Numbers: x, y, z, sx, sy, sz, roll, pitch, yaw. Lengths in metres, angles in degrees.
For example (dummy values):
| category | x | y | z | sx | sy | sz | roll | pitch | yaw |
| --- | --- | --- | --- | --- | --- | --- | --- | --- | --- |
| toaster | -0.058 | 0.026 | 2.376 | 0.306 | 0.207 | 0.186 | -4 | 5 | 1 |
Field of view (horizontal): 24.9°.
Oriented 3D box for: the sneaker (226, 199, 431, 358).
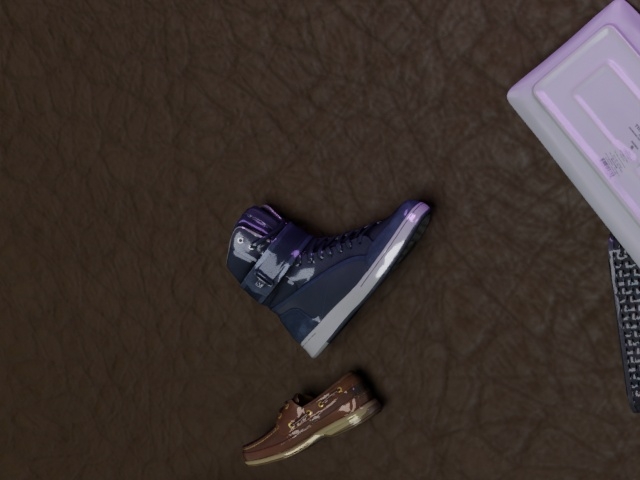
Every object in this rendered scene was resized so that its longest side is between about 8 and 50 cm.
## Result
| category | x | y | z | sx | sy | sz | roll | pitch | yaw |
| --- | --- | --- | --- | --- | --- | --- | --- | --- | --- |
| sneaker | -0.001 | 0.001 | 1.515 | 0.163 | 0.086 | 0.226 | 44 | 122 | 5 |

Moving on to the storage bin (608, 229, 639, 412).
| category | x | y | z | sx | sy | sz | roll | pitch | yaw |
| --- | --- | --- | --- | --- | --- | --- | --- | --- | --- |
| storage bin | 0.331 | 0.061 | 1.345 | 0.084 | 0.122 | 0.180 | -4 | 105 | 28 |

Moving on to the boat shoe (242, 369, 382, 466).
| category | x | y | z | sx | sy | sz | roll | pitch | yaw |
| --- | --- | --- | --- | --- | --- | --- | --- | --- | --- |
| boat shoe | -0.016 | 0.198 | 1.607 | 0.178 | 0.064 | 0.060 | -29 | 87 | 25 |

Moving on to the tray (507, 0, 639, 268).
| category | x | y | z | sx | sy | sz | roll | pitch | yaw |
| --- | --- | --- | --- | --- | --- | --- | --- | --- | --- |
| tray | 0.287 | -0.087 | 1.288 | 0.145 | 0.030 | 0.270 | -41 | 61 | 14 |
